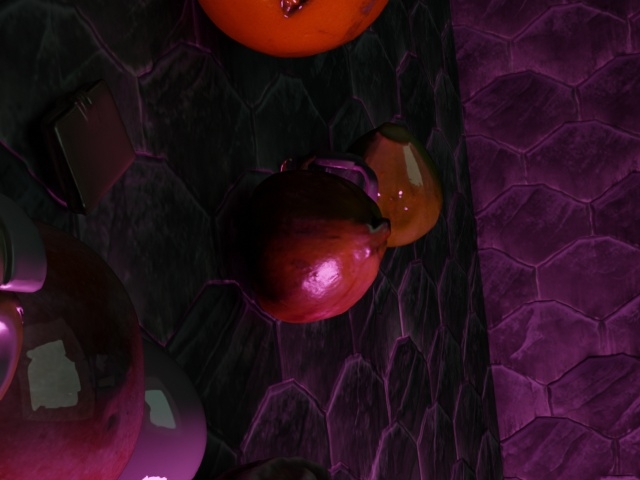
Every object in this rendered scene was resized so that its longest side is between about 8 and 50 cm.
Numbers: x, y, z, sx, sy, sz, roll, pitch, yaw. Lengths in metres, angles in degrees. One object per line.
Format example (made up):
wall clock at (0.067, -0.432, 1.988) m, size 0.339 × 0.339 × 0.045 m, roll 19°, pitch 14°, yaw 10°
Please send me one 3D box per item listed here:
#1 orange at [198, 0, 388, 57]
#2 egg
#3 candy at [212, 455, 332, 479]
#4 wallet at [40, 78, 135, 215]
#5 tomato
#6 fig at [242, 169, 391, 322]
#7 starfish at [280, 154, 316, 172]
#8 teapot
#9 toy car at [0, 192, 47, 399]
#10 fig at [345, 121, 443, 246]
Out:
orange at (-0.039, -0.407, 1.391) m, size 0.312 × 0.312 × 0.312 m, roll -7°, pitch 90°, yaw -69°
egg at (-0.194, 0.177, 1.014) m, size 0.199 × 0.146 × 0.146 m, roll 66°, pitch 26°, yaw -22°
candy at (-0.079, 0.395, 1.236) m, size 0.214 × 0.157 × 0.289 m, roll 60°, pitch 34°, yaw -16°
wallet at (-0.254, -0.106, 1.100) m, size 0.153 × 0.038 × 0.118 m, roll -64°, pitch 144°, yaw -61°
tomato at (-0.251, 0.108, 0.781) m, size 0.270 × 0.227 × 0.270 m, roll -6°, pitch 90°, yaw -66°
fig at (-0.010, 0.002, 1.455) m, size 0.263 × 0.223 × 0.224 m, roll 118°, pitch -26°, yaw -69°
starfish at (-0.032, -0.100, 1.638) m, size 0.091 × 0.078 × 0.028 m, roll -65°, pitch -171°, yaw 2°
teapot at (0.033, -0.074, 1.697) m, size 0.116 × 0.148 × 0.146 m, roll 8°, pitch 89°, yaw -73°
toy car at (-0.319, 0.100, 0.498) m, size 0.226 × 0.242 × 0.336 m, roll 16°, pitch 91°, yaw -71°
fig at (0.116, -0.096, 1.819) m, size 0.230 × 0.207 × 0.207 m, roll 53°, pitch 36°, yaw -64°
